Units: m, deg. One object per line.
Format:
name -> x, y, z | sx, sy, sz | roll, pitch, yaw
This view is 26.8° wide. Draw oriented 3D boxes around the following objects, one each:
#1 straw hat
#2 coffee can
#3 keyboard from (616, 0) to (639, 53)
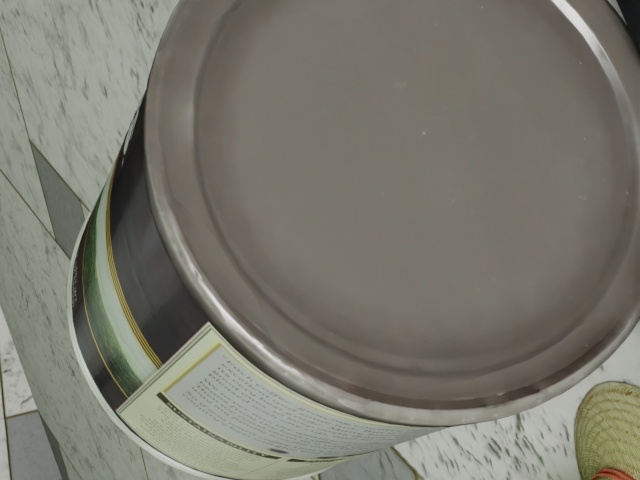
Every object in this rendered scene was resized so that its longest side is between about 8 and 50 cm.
straw hat -> 0.140, 0.142, 0.616 | 0.144, 0.061, 0.144 | 50, 154, 35
coffee can -> 0.000, 0.000, 0.604 | 0.201, 0.202, 0.275 | 64, 159, 7
keyboard -> 0.106, -0.150, 0.450 | 0.180, 0.023, 0.108 | 65, 165, 1
